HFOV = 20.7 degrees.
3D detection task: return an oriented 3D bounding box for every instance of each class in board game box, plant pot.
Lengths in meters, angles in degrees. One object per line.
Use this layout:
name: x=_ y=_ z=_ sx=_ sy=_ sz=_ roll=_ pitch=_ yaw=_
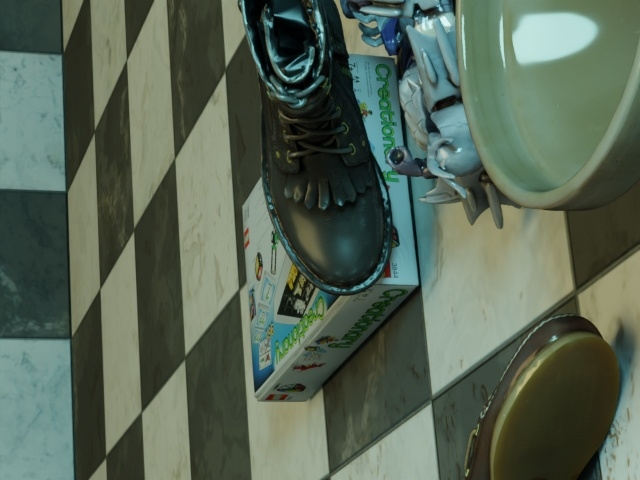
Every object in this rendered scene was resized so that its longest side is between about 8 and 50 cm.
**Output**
board game box: x=0.000 y=0.000 z=1.461 sx=0.305 sy=0.053 sz=0.193 roll=129 pitch=140 yaw=-62
plant pot: x=0.159 y=-0.131 z=0.877 sx=0.237 sy=0.109 sz=0.237 roll=-178 pitch=90 yaw=-73

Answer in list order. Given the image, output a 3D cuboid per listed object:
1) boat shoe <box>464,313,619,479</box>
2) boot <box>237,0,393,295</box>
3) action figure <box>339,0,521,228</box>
boat shoe: x=0.118 y=0.123 z=1.040 sx=0.073 sy=0.073 sz=0.207 roll=-115 pitch=32 yaw=-51
boot: x=-0.014 y=-0.091 z=1.198 sx=0.229 sy=0.091 sz=0.263 roll=43 pitch=-146 yaw=-86
action figure: x=0.070 y=-0.121 z=1.159 sx=0.285 sy=0.099 sz=0.185 roll=-97 pitch=0 yaw=-52
